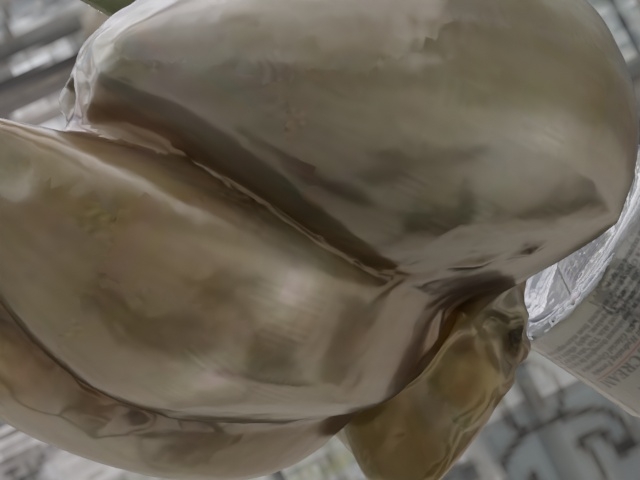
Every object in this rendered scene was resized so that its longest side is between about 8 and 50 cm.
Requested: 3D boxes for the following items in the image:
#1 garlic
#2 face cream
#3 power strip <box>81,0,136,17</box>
[{"bbox_3d":[-0.001,-0.001,0.722,0.279,0.132,0.325,-42,-29,12],"label":"garlic"},{"bbox_3d":[0.250,0.038,1.345,0.177,0.153,0.177,-58,7,11],"label":"face cream"},{"bbox_3d":[-0.050,-0.115,1.005,0.286,0.080,0.048,27,-79,-37],"label":"power strip"}]
